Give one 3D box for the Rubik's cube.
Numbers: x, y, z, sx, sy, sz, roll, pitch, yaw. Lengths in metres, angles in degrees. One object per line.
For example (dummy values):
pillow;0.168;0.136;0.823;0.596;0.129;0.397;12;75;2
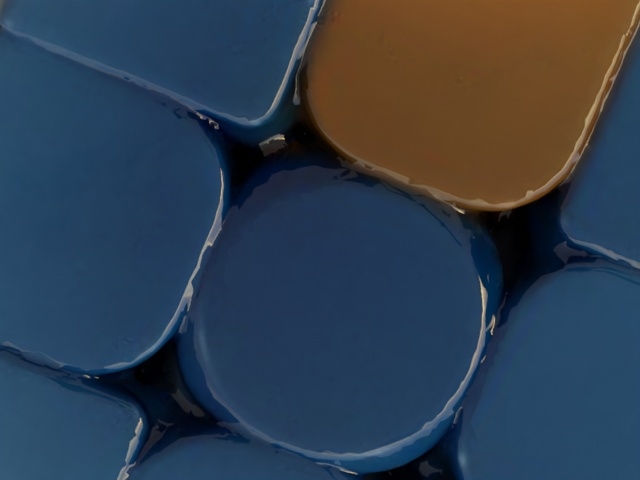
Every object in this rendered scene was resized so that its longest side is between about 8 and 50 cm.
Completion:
Rubik's cube;0.000;0.000;0.761;0.291;0.290;0.291;-114;-135;-80
